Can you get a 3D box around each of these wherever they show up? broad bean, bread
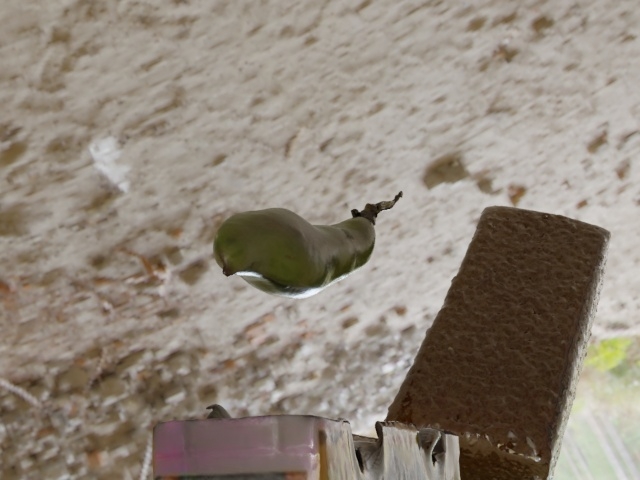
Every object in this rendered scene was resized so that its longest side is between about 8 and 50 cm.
[{"bbox_3d":[-0.007,0.005,0.850,0.067,0.075,0.325,-5,-177,23],"label":"broad bean"},{"bbox_3d":[0.200,0.107,1.063,0.416,0.165,0.113,-55,155,-50],"label":"bread"}]

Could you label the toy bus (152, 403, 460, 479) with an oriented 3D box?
[{"bbox_3d":[0.008,0.145,0.534,0.090,0.112,0.274,-8,165,20],"label":"toy bus"}]
